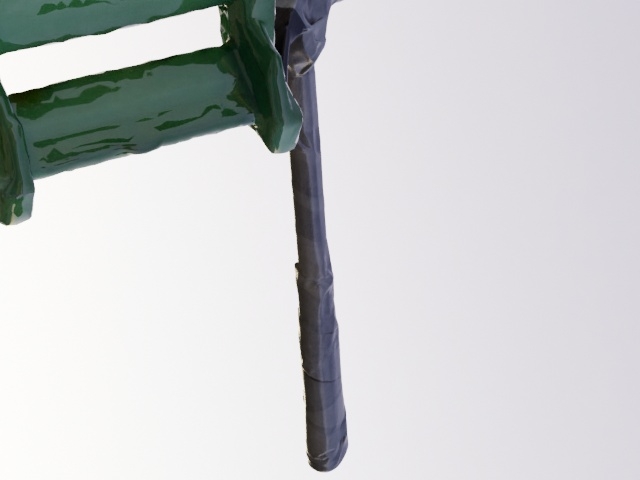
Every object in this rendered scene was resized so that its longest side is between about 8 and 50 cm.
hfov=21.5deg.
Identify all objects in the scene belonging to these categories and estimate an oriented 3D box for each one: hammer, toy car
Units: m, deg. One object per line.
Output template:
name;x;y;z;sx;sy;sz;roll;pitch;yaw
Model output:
hammer;-0.001;0.000;1.189;0.152;0.044;0.427;-60;153;-44
toy car;-0.136;-0.202;0.729;0.359;0.213;0.176;56;-29;29
